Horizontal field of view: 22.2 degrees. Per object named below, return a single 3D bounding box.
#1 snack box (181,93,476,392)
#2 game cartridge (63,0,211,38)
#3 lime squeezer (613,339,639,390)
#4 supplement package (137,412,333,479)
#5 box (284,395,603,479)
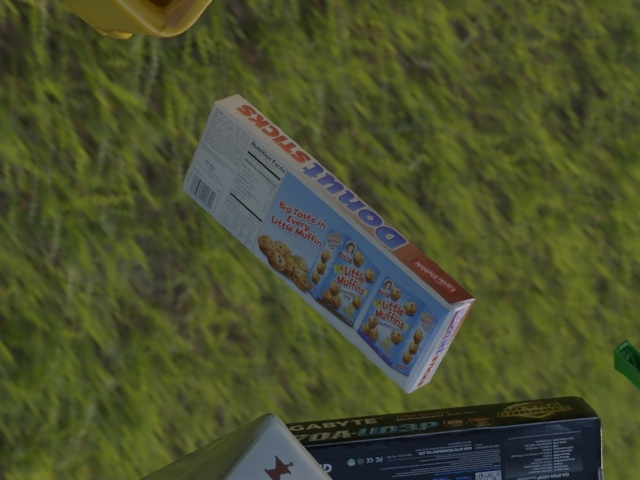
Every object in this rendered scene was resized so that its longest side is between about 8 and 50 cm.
[{"bbox_3d":[0.000,0.000,0.867,0.022,0.178,0.064,-24,148,-47],"label":"snack box"},{"bbox_3d":[-0.028,-0.227,0.871,0.285,0.053,0.324,-52,-167,-1],"label":"game cartridge"},{"bbox_3d":[0.306,0.162,0.951,0.059,0.310,0.110,-21,127,-43],"label":"lime squeezer"},{"bbox_3d":[-0.056,0.144,0.494,0.179,0.105,0.105,-33,-169,46],"label":"supplement package"},{"bbox_3d":[0.067,0.195,1.017,0.220,0.051,0.175,-6,102,-6],"label":"box"}]
